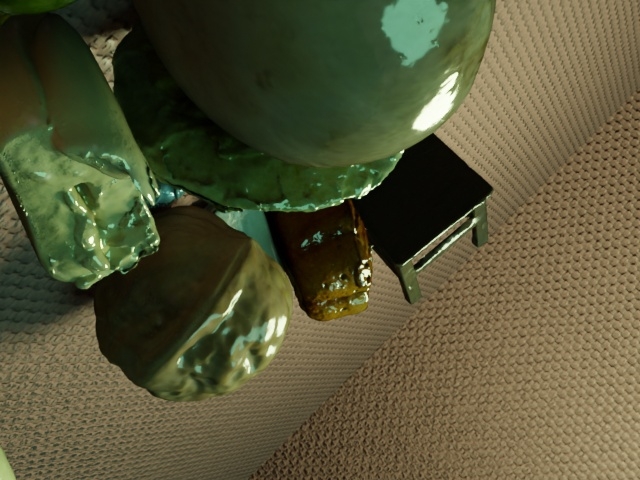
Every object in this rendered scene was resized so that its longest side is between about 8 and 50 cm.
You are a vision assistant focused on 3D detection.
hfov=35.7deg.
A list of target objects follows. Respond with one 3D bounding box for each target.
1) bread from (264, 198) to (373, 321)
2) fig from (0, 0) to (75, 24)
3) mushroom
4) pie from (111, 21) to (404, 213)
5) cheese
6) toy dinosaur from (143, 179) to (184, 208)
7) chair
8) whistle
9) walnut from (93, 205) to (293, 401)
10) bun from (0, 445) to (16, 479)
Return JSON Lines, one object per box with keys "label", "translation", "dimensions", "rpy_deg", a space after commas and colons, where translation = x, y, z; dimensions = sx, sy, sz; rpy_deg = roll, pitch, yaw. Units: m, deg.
{"label": "bread", "translation": [0.004, 0.012, 1.549], "dimensions": [0.135, 0.247, 0.232], "rpy_deg": [-23, 140, -9]}
{"label": "fig", "translation": [-0.210, -0.239, 0.676], "dimensions": [0.195, 0.195, 0.245], "rpy_deg": [-35, 172, -21]}
{"label": "mushroom", "translation": [0.001, -0.242, 0.810], "dimensions": [0.294, 0.362, 0.362], "rpy_deg": [-35, 160, -23]}
{"label": "pie", "translation": [-0.066, -0.141, 0.998], "dimensions": [0.306, 0.306, 0.071], "rpy_deg": [-30, 153, -34]}
{"label": "cheese", "translation": [-0.237, -0.079, 0.911], "dimensions": [0.127, 0.233, 0.266], "rpy_deg": [-27, 155, -12]}
{"label": "toy dinosaur", "translation": [-0.198, -0.072, 1.277], "dimensions": [0.197, 0.045, 0.080], "rpy_deg": [-24, 168, -28]}
{"label": "chair", "translation": [0.135, -0.093, 1.596], "dimensions": [0.203, 0.241, 0.416], "rpy_deg": [-38, 162, -8]}
{"label": "whistle", "translation": [-0.137, 0.048, 1.550], "dimensions": [0.163, 0.163, 0.290], "rpy_deg": [-33, 121, -28]}
{"label": "walnut", "translation": [-0.174, 0.089, 1.345], "dimensions": [0.273, 0.273, 0.227], "rpy_deg": [-53, 162, 27]}
{"label": "bun", "translation": [-0.557, 0.357, 1.227], "dimensions": [0.361, 0.213, 0.361], "rpy_deg": [-33, 133, -46]}
